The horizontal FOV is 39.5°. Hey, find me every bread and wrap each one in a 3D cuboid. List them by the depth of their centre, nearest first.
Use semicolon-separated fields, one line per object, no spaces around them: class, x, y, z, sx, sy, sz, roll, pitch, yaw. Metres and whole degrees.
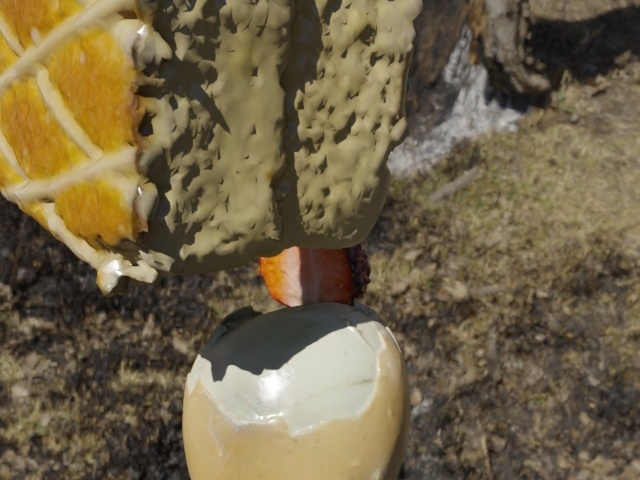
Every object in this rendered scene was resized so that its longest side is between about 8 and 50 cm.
bread;-0.117;-0.188;0.721;0.279;0.372;0.390;-10;22;-31

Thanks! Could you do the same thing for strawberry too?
strawberry;0.000;0.000;1.328;0.190;0.237;0.111;8;29;34

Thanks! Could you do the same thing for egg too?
egg;-0.022;0.171;0.793;0.200;0.245;0.201;5;7;-1

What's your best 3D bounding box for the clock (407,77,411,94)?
clock;0.051;-0.259;1.148;0.148;0.060;0.189;-35;98;-42
